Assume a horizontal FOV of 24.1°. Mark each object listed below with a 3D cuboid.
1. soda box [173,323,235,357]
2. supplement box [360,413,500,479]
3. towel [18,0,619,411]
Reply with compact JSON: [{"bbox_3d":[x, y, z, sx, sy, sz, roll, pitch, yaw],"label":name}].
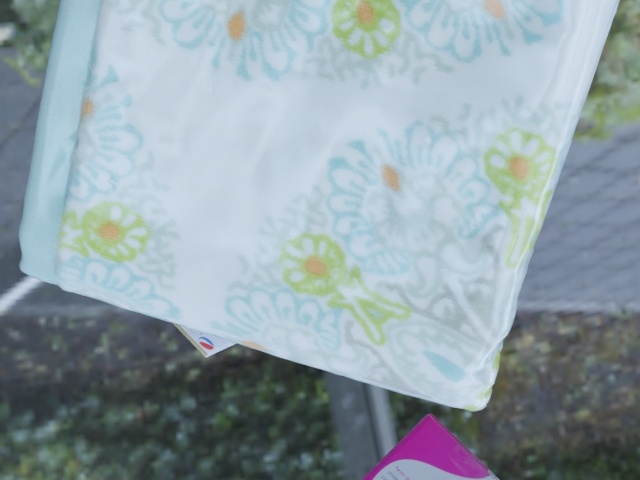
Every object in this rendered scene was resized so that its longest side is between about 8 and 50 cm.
[{"bbox_3d":[-0.084,0.031,1.714,0.069,0.074,0.216,-27,-159,48],"label":"soda box"},{"bbox_3d":[0.054,0.273,1.308,0.220,0.111,0.114,-42,168,-14],"label":"supplement box"},{"bbox_3d":[-0.002,-0.100,0.910,0.321,0.374,0.090,18,-158,7],"label":"towel"}]
